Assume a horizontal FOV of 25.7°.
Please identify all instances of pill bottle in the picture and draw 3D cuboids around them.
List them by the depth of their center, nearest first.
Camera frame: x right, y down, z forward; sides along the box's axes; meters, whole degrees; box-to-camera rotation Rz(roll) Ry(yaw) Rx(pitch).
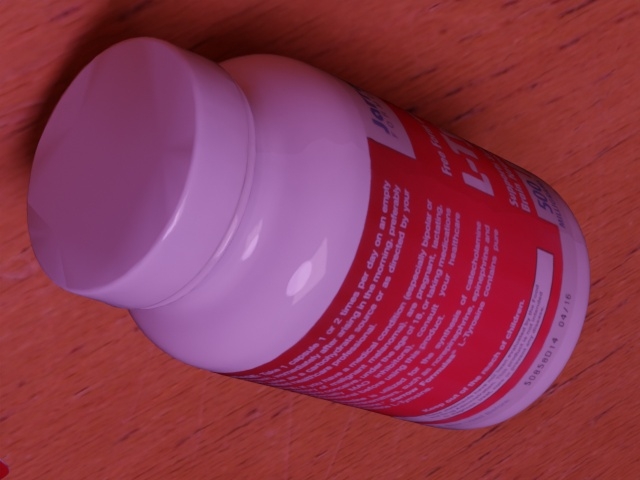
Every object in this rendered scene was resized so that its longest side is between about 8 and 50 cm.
[{"bbox_3d":[0.000,0.000,1.035,0.408,0.229,0.229,20,110,-45],"label":"pill bottle"}]

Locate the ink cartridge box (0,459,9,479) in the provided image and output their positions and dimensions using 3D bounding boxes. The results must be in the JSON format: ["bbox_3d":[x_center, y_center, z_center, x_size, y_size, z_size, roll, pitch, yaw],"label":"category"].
[{"bbox_3d":[-0.392,0.207,0.950,0.272,0.130,0.309,-33,138,6],"label":"ink cartridge box"}]
